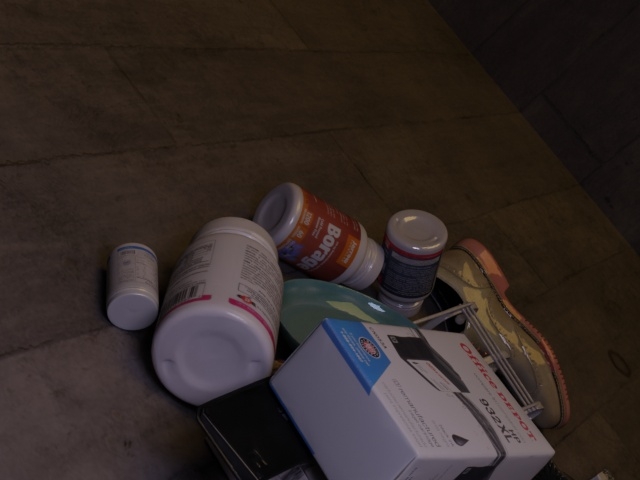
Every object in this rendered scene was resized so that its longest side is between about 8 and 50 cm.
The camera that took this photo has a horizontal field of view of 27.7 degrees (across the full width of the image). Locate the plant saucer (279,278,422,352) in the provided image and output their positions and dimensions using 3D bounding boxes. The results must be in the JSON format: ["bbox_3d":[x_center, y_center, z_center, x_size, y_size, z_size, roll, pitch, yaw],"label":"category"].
[{"bbox_3d":[0.063,0.164,1.967,0.318,0.043,0.317,24,20,-9],"label":"plant saucer"}]

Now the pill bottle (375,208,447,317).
[{"bbox_3d":[0.153,0.045,2.263,0.108,0.180,0.108,6,41,-5],"label":"pill bottle"}]

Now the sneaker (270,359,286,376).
[{"bbox_3d":[-0.014,0.227,1.894,0.185,0.069,0.084,45,19,-21],"label":"sneaker"}]

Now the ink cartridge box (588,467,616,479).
[{"bbox_3d":[0.554,0.487,2.441,0.115,0.029,0.063,54,25,15],"label":"ink cartridge box"}]

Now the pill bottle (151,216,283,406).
[{"bbox_3d":[-0.133,0.089,1.783,0.160,0.160,0.283,39,23,-16],"label":"pill bottle"}]

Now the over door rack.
[{"bbox_3d":[0.198,0.236,2.184,0.324,0.108,0.239,-8,57,-44],"label":"over door rack"}]

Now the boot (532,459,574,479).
[{"bbox_3d":[0.449,0.448,2.276,0.190,0.076,0.208,42,10,38],"label":"boot"}]

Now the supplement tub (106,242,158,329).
[{"bbox_3d":[-0.253,0.061,1.747,0.071,0.071,0.107,31,30,-30],"label":"supplement tub"}]

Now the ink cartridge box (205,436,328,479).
[{"bbox_3d":[0.010,0.329,1.710,0.207,0.117,0.283,-2,54,-57],"label":"ink cartridge box"}]

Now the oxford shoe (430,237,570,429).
[{"bbox_3d":[0.317,0.195,2.428,0.146,0.140,0.397,-25,77,-32],"label":"oxford shoe"}]

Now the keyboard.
[{"bbox_3d":[-0.013,0.252,1.616,0.201,0.033,0.317,48,27,16],"label":"keyboard"}]

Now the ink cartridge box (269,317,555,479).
[{"bbox_3d":[0.121,0.227,1.648,0.307,0.129,0.223,10,36,-49],"label":"ink cartridge box"}]

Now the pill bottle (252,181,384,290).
[{"bbox_3d":[0.000,0.000,2.173,0.216,0.121,0.121,29,30,-32],"label":"pill bottle"}]
